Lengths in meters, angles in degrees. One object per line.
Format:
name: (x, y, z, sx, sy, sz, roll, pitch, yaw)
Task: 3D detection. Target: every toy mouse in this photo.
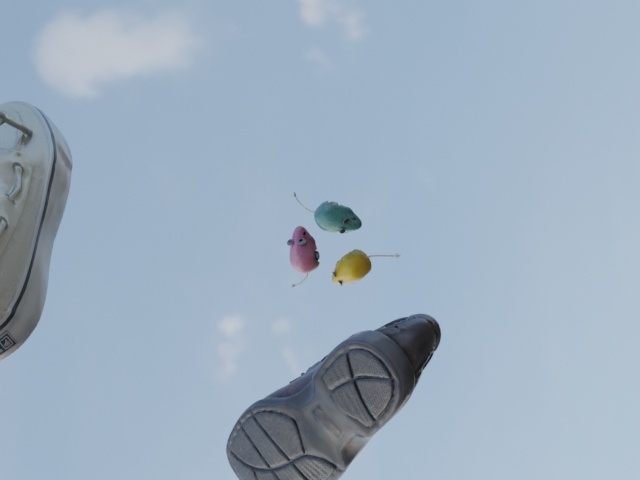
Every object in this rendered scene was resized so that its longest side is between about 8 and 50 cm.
toy mouse: (0.000, 0.000, 2.069, 0.143, 0.161, 0.031, 57, -149, -2)

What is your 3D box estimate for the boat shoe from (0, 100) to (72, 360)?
boat shoe: (-0.344, -0.051, 1.545, 0.156, 0.136, 0.367, 54, -159, -35)

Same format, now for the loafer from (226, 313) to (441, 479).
loafer: (0.017, 0.161, 1.529, 0.095, 0.302, 0.109, -34, -96, -41)
